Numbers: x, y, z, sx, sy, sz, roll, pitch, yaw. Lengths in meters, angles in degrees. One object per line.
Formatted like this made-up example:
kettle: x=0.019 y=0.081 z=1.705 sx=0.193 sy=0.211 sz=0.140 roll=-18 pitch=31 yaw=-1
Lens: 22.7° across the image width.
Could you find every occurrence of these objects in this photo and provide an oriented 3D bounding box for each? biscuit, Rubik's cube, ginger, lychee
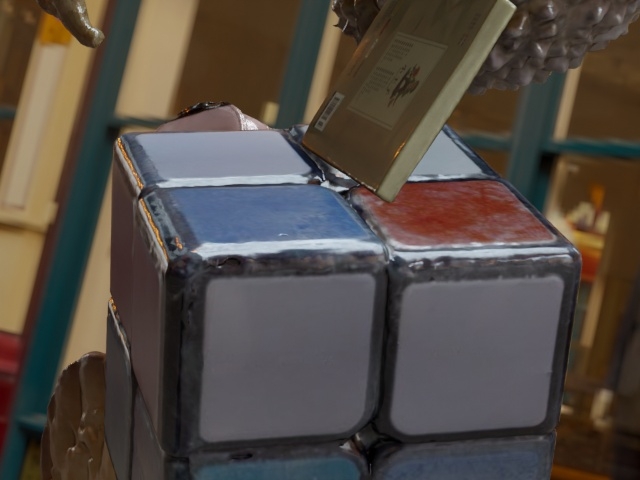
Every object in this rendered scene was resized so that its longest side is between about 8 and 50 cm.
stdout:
biscuit: x=-0.192 y=0.258 z=1.651 sx=0.102 sy=0.296 sz=0.296 roll=-4 pitch=7 yaw=-37
Rubik's cube: x=-0.001 y=0.096 z=1.296 sx=0.313 sy=0.318 sz=0.316 roll=-2 pitch=23 yaw=-15
ginger: x=-0.237 y=-0.224 z=1.516 sx=0.030 sy=0.048 sz=0.097 roll=-31 pitch=60 yaw=-36
lychee: x=0.193 y=-0.350 z=1.728 sx=0.380 sy=0.432 sz=0.380 roll=35 pitch=-22 yaw=17

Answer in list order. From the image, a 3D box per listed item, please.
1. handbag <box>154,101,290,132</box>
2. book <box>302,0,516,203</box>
handbag: x=-0.104 y=-0.053 z=1.661 sx=0.116 sy=0.179 sz=0.205 roll=31 pitch=-27 yaw=-36
book: x=0.049 y=-0.101 z=1.009 sx=0.016 sy=0.138 sz=0.199 roll=32 pitch=4 yaw=-18
